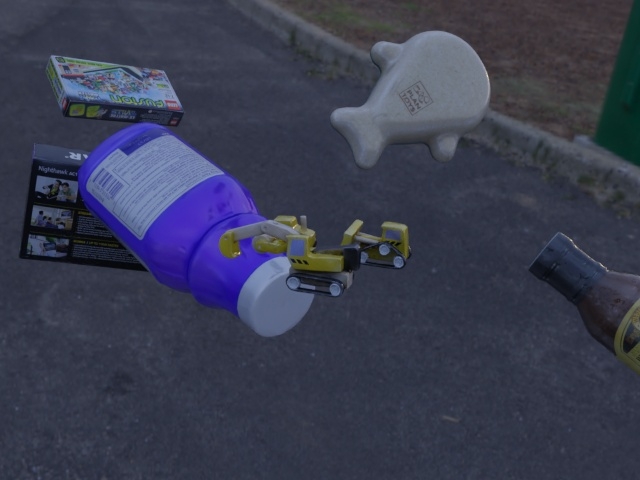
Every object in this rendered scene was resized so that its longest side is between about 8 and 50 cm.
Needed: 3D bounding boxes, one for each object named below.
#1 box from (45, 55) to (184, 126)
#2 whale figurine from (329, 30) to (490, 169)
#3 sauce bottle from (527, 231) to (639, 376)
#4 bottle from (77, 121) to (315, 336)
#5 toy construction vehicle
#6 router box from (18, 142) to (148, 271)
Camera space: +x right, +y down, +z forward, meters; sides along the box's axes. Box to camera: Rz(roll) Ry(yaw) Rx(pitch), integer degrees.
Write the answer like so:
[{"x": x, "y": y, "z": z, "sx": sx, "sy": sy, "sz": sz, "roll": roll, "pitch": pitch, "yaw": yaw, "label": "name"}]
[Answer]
[{"x": -0.344, "y": -0.250, "z": 1.260, "sx": 0.207, "sy": 0.036, "sz": 0.114, "roll": -2, "pitch": 51, "yaw": -41, "label": "box"}, {"x": 0.137, "y": -0.212, "z": 1.188, "sx": 0.272, "sy": 0.216, "sz": 0.141, "roll": -35, "pitch": 4, "yaw": -16, "label": "whale figurine"}, {"x": 0.430, "y": 0.121, "z": 0.976, "sx": 0.344, "sy": 0.111, "sz": 0.111, "roll": 38, "pitch": 37, "yaw": 15, "label": "sauce bottle"}, {"x": -0.117, "y": -0.013, "z": 0.691, "sx": 0.118, "sy": 0.092, "sz": 0.283, "roll": -42, "pitch": 50, "yaw": -16, "label": "bottle"}, {"x": 0.000, "y": 0.000, "z": 0.444, "sx": 0.098, "sy": 0.035, "sz": 0.086, "roll": 9, "pitch": 19, "yaw": 18, "label": "toy construction vehicle"}, {"x": -0.255, "y": -0.034, "z": 0.885, "sx": 0.178, "sy": 0.133, "sz": 0.046, "roll": 8, "pitch": 28, "yaw": -22, "label": "router box"}]
